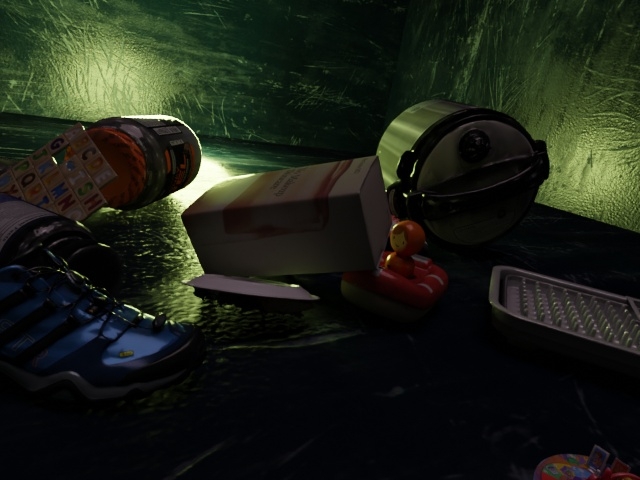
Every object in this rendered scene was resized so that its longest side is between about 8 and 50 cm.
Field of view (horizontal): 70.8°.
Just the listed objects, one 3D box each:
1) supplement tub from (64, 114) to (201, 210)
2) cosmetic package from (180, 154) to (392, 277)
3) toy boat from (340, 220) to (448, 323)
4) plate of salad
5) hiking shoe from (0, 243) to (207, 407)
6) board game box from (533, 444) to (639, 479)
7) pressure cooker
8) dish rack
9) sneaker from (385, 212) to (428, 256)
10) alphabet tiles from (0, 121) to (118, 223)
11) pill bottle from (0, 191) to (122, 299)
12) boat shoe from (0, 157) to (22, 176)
[{"bbox_3d":[-0.432,-0.191,1.077,0.207,0.207,0.338,11,17,2],"label":"supplement tub"},{"bbox_3d":[-0.049,-0.035,0.726,0.296,0.129,0.153,-5,28,20],"label":"cosmetic package"},{"bbox_3d":[0.136,0.040,0.766,0.151,0.151,0.231,19,18,26],"label":"toy boat"},{"bbox_3d":[-0.100,0.080,0.646,0.199,0.048,0.200,7,-3,0],"label":"plate of salad"},{"bbox_3d":[-0.264,0.074,0.443,0.304,0.132,0.113,8,17,-8],"label":"hiking shoe"},{"bbox_3d":[0.282,0.243,0.400,0.133,0.033,0.168,-4,22,-40],"label":"board game box"},{"bbox_3d":[0.358,-0.179,1.211,0.375,0.370,0.420,27,14,-19],"label":"pressure cooker"},{"bbox_3d":[0.449,0.144,0.758,0.332,0.072,0.285,17,19,19],"label":"dish rack"},{"bbox_3d":[0.144,-0.059,1.082,0.270,0.145,0.090,16,-23,23],"label":"sneaker"},{"bbox_3d":[-0.487,-0.103,0.832,0.237,0.198,0.009,45,-11,30],"label":"alphabet tiles"},{"bbox_3d":[-0.369,0.019,0.578,0.219,0.123,0.123,18,18,22],"label":"pill bottle"},{"bbox_3d":[-0.817,-0.183,1.012,0.285,0.092,0.103,0,20,-31],"label":"boat shoe"}]
